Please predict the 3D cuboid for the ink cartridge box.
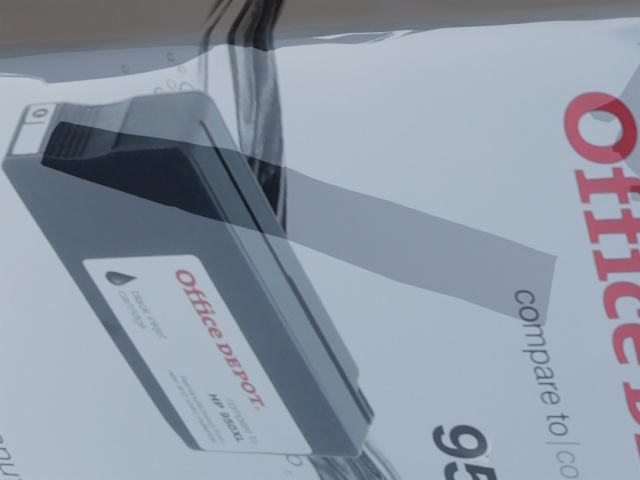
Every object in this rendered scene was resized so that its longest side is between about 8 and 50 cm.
[{"bbox_3d":[0.000,0.000,0.801,0.395,0.166,0.285,-1,125,26],"label":"ink cartridge box"}]
